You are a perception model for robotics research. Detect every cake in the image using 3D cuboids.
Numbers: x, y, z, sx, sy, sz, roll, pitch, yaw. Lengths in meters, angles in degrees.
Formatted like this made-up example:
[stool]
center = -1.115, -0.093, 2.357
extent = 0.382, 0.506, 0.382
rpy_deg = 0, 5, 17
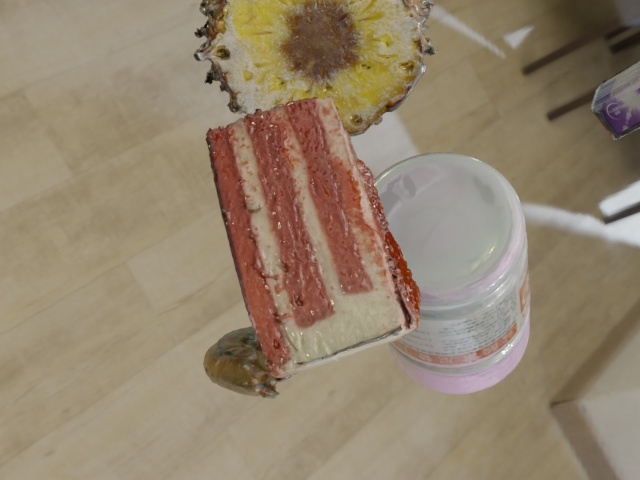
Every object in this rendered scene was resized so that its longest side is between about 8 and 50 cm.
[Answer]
[cake]
center = 0.000, 0.000, 1.094
extent = 0.159, 0.158, 0.262
rpy_deg = 46, 27, -73

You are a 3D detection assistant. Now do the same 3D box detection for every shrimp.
[shrimp]
center = -0.068, 0.134, 1.268
extent = 0.132, 0.187, 0.052
rpy_deg = -29, 113, -16

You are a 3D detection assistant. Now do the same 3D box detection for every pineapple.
[pineapple]
center = -0.005, -0.325, 1.515
extent = 0.352, 0.352, 0.300
rpy_deg = 37, 28, -25

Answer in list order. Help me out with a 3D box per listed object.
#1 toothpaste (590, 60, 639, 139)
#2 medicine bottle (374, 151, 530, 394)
[toothpaste]
center = 0.314, -0.148, 0.921
extent = 0.047, 0.196, 0.040
rpy_deg = 46, 57, -8
[medicine bottle]
center = 0.159, 0.052, 1.338
extent = 0.316, 0.202, 0.202
rpy_deg = 65, 28, -60
